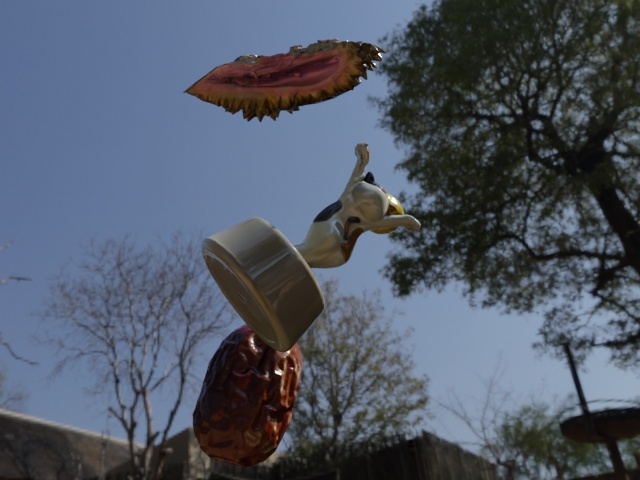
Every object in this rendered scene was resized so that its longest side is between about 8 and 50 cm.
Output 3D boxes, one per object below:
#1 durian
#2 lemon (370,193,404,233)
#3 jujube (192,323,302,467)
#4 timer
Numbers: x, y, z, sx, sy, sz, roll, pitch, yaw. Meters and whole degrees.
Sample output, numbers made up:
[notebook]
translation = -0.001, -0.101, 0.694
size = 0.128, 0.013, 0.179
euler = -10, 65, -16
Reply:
[durian]
translation = -0.046, -0.274, 1.119
size = 0.342, 0.112, 0.191
euler = -9, 6, 16
[lemon]
translation = 0.094, -0.042, 0.997
size = 0.092, 0.065, 0.065
euler = 15, -36, -41
[jujube]
translation = -0.127, 0.269, 1.133
size = 0.174, 0.250, 0.174
euler = 17, -24, 8
[timer]
translation = 0.000, 0.000, 0.843
size = 0.266, 0.175, 0.175
euler = -36, -24, -20
